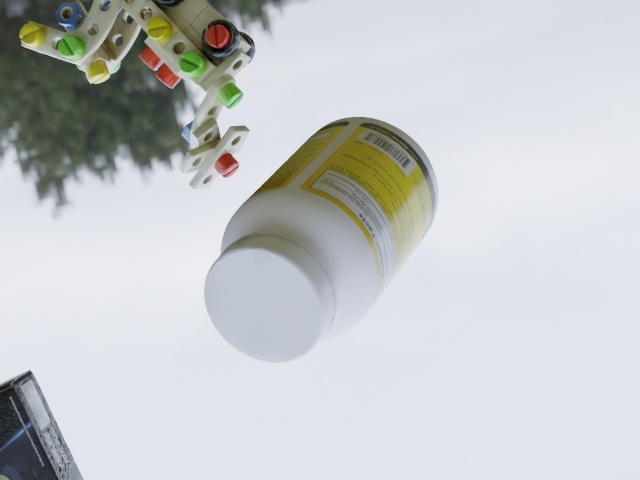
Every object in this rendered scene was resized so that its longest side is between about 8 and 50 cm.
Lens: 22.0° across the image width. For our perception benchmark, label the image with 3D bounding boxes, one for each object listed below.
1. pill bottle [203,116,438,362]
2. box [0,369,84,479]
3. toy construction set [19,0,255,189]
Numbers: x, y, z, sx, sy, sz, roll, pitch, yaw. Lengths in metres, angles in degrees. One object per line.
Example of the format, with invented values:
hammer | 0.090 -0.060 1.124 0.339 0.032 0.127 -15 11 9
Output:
pill bottle | 0.000 0.000 1.888 0.188 0.188 0.334 -3 -156 26
box | -0.358 0.258 1.838 0.147 0.180 0.077 -24 -176 9
toy construction set | -0.206 -0.225 2.098 0.215 0.328 0.151 -46 175 8
